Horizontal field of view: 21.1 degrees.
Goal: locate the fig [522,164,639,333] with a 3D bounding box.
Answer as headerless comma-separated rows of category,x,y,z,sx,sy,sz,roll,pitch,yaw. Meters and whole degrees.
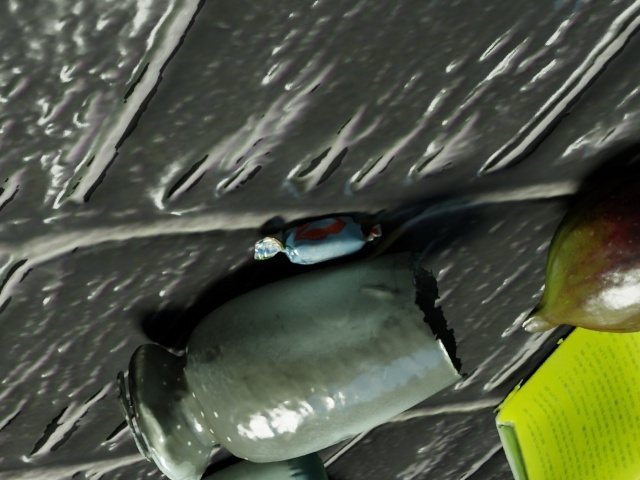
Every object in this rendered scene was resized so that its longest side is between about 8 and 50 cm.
fig,0.194,0.016,1.104,0.109,0.103,0.154,30,122,-28

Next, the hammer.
hammer,-0.024,0.220,1.416,0.116,0.069,0.194,-26,157,15

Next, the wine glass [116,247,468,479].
wine glass,-0.016,0.079,1.090,0.204,0.111,0.111,-22,153,12

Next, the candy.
candy,0.000,-0.001,1.046,0.083,0.020,0.030,-8,154,-19

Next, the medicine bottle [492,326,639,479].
medicine bottle,0.260,0.136,1.334,0.137,0.141,0.250,-6,152,-27
